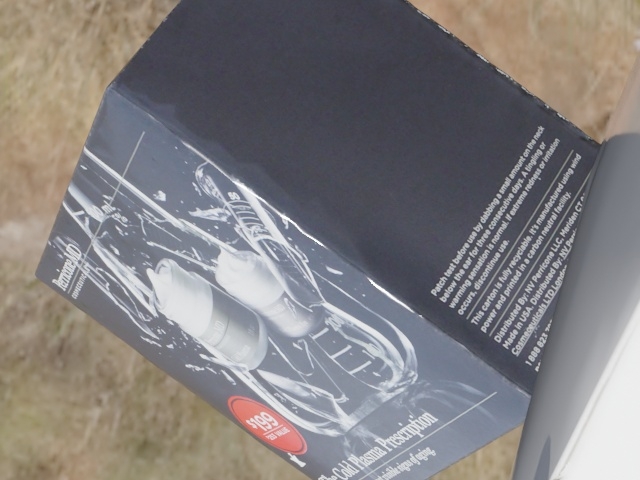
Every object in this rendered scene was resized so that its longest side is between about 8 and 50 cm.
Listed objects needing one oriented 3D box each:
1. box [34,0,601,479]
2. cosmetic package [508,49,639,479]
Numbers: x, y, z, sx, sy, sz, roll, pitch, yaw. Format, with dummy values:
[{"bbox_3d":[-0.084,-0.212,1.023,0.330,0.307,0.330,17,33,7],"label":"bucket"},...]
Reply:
[{"bbox_3d":[0.000,0.000,1.064,0.312,0.179,0.343,37,154,-1],"label":"box"},{"bbox_3d":[0.174,0.019,0.598,0.155,0.365,0.197,21,126,4],"label":"cosmetic package"}]
